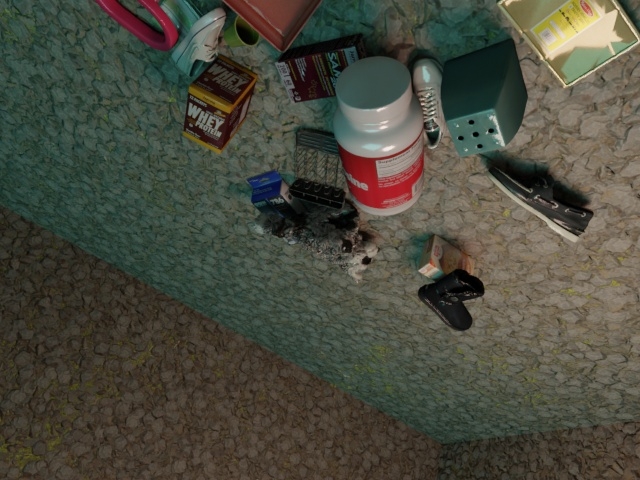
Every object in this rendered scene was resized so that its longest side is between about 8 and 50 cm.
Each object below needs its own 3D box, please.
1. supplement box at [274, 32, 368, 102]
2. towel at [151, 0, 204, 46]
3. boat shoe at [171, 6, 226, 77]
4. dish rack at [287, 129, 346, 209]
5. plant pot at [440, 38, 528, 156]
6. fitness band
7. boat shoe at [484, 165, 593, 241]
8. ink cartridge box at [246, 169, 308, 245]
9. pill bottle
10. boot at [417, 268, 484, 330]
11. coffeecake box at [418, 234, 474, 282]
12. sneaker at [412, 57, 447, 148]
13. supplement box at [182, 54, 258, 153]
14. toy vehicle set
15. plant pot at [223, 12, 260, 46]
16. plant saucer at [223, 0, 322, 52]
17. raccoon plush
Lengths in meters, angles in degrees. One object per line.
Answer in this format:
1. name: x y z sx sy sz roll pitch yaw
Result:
1. supplement box: 0.011 -0.462 1.176 0.239 0.073 0.130 -1 137 27
2. towel: -0.407 -0.632 1.235 0.152 0.023 0.113 -17 127 41
3. boat shoe: -0.331 -0.549 1.221 0.267 0.096 0.088 -19 114 44
4. dish rack: -0.004 -0.240 1.457 0.208 0.074 0.271 15 142 10
5. plant pot: 0.378 -0.319 1.018 0.165 0.234 0.166 -8 132 35
6. fitness band: -0.523 -0.655 1.200 0.291 0.054 0.209 37 162 -12
7. boat shoe: 0.627 -0.129 1.226 0.340 0.127 0.113 35 113 -3
8. ink cartridge box: -0.148 -0.118 1.694 0.165 0.065 0.332 -11 130 38
9. pill bottle: 0.159 -0.261 1.151 0.229 0.229 0.407 9 154 18
10. boot: 0.485 0.209 1.483 0.246 0.094 0.207 38 145 -10
11. coffeecake box: 0.454 0.089 1.554 0.185 0.142 0.068 31 142 -10
12. sneaker: 0.290 -0.357 1.137 0.090 0.095 0.235 1 136 30
13. supplement box: -0.305 -0.410 1.310 0.129 0.191 0.194 27 142 -5
14. toy vehicle set: 0.525 -0.470 0.917 0.267 0.035 0.166 38 141 -19
15. plant pot: -0.223 -0.564 1.181 0.079 0.083 0.083 3 140 43
16. plant saucer: -0.120 -0.639 1.051 0.258 0.048 0.259 37 140 -17
17. raccoon plush: 0.000 0.000 1.657 0.446 0.216 0.299 13 148 19
